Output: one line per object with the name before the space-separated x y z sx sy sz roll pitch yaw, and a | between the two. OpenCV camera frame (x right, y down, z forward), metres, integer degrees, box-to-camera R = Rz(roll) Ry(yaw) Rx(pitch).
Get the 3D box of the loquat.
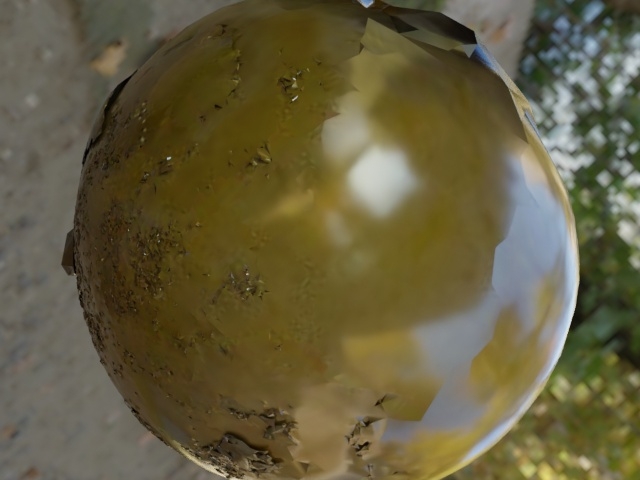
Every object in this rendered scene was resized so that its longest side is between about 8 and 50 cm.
loquat | 0.000 0.000 0.785 0.235 0.235 0.235 -39 166 -11
